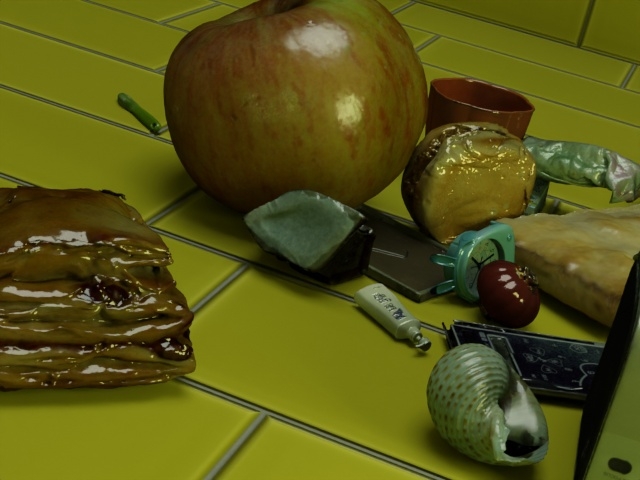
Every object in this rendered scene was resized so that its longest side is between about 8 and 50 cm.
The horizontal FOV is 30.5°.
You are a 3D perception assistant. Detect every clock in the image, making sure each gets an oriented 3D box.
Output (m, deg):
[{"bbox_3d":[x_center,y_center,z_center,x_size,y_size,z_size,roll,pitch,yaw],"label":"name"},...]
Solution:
[{"bbox_3d":[0.215,0.035,1.664,0.147,0.108,0.045,-14,20,-39],"label":"clock"}]

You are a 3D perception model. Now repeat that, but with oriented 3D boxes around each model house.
[{"bbox_3d":[-0.006,-0.003,1.636,0.165,0.106,0.152,28,-4,26],"label":"model house"}]

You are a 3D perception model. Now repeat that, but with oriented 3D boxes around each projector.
[{"bbox_3d":[0.429,0.176,1.271,0.249,0.248,0.248,17,24,9],"label":"projector"}]

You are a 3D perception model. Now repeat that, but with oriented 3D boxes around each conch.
[{"bbox_3d":[0.183,0.190,1.304,0.135,0.102,0.153,12,54,-30],"label":"conch"}]

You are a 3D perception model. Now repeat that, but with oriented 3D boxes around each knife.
[{"bbox_3d":[-0.326,-0.231,2.086,0.026,0.022,0.184,26,9,-42],"label":"knife"}]

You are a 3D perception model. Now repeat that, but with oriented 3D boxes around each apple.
[{"bbox_3d":[-0.034,-0.197,1.776,0.400,0.333,0.400,-18,20,7],"label":"apple"}]

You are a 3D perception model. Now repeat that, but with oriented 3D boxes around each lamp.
[{"bbox_3d":[0.258,0.073,1.615,0.101,0.090,0.101,46,18,-20],"label":"lamp"}]

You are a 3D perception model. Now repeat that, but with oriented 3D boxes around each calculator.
[{"bbox_3d":[0.299,0.160,1.518,0.274,0.028,0.165,9,24,-9],"label":"calculator"}]

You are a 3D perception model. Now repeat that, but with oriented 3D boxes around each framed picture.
[{"bbox_3d":[0.101,0.010,1.759,0.260,0.023,0.189,28,28,31],"label":"framed picture"}]

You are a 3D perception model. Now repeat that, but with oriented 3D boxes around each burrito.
[{"bbox_3d":[0.446,-0.124,2.008,0.229,0.089,0.144,17,15,32],"label":"burrito"}]

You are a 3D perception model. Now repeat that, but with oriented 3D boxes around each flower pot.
[{"bbox_3d":[0.266,-0.183,2.087,0.191,0.173,0.190,12,24,-5],"label":"flower pot"}]

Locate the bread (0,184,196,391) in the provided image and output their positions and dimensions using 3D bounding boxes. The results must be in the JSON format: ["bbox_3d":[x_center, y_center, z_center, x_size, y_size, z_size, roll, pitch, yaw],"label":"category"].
[{"bbox_3d":[-0.293,0.029,1.339,0.278,0.167,0.324,1,27,-26],"label":"bread"}]

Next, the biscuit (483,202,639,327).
[{"bbox_3d":[0.538,0.061,1.771,0.429,0.104,0.446,-8,28,-37],"label":"biscuit"}]

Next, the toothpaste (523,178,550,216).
[{"bbox_3d":[0.366,-0.064,2.031,0.034,0.046,0.164,15,24,15],"label":"toothpaste"}]

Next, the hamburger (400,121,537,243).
[{"bbox_3d":[0.230,-0.088,1.830,0.214,0.213,0.108,4,26,-19],"label":"hamburger"}]

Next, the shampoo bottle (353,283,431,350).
[{"bbox_3d":[0.101,0.103,1.541,0.049,0.034,0.141,2,27,-36],"label":"shampoo bottle"}]
